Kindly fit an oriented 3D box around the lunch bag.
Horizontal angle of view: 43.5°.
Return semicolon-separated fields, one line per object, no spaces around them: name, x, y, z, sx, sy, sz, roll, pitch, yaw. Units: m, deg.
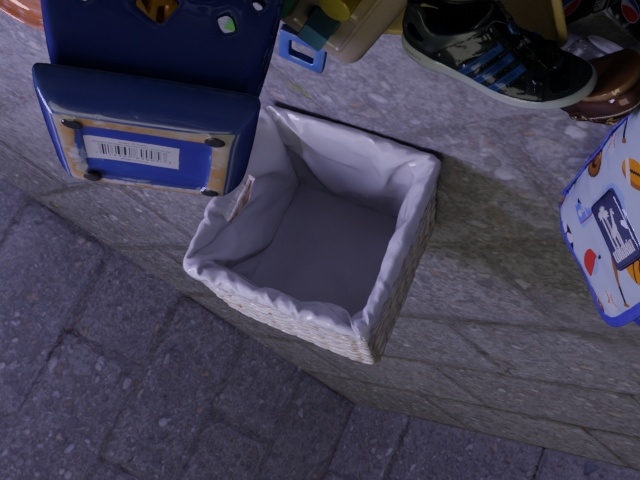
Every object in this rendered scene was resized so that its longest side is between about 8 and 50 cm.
lunch bag;0.482;0.008;0.945;0.385;0.239;0.328;39;164;11

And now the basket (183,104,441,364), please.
basket;0.000;0.000;1.367;0.331;0.328;0.266;20;162;15

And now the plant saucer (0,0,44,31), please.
plant saucer;-0.499;-0.423;1.323;0.200;0.037;0.200;22;161;8

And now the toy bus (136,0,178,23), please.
toy bus;-0.269;-0.329;1.177;0.202;0.104;0.191;36;159;-26

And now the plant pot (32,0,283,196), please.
plant pot;-0.164;-0.176;0.814;0.236;0.212;0.236;7;163;-9

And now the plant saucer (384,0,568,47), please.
plant saucer;0.070;-0.336;0.774;0.332;0.081;0.333;15;159;30

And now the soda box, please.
soda box;0.263;-0.224;0.864;0.060;0.053;0.169;34;160;-24

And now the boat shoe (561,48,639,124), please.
boat shoe;0.303;-0.160;0.863;0.073;0.073;0.207;48;-172;-14

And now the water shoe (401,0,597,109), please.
water shoe;0.174;-0.190;0.794;0.203;0.073;0.080;19;156;14

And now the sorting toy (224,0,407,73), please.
sorting toy;-0.016;-0.268;0.866;0.196;0.047;0.347;29;161;-10
